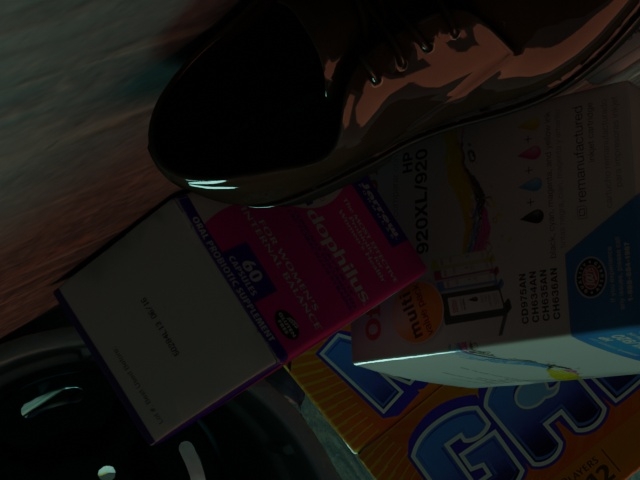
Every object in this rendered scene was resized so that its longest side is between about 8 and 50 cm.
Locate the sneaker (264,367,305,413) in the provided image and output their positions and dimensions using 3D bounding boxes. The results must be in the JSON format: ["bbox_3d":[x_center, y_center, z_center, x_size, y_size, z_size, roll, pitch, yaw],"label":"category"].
[{"bbox_3d":[-0.079,0.120,1.650,0.146,0.122,0.330,-64,-164,-5],"label":"sneaker"}]

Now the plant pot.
[{"bbox_3d":[-0.171,0.230,1.047,0.341,0.341,0.334,-31,-176,-10],"label":"plant pot"}]

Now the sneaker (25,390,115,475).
[{"bbox_3d":[-0.297,0.223,1.609,0.131,0.112,0.296,0,169,-23],"label":"sneaker"}]

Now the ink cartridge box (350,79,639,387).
[{"bbox_3d":[0.158,0.008,0.998,0.232,0.171,0.168,-11,162,37],"label":"ink cartridge box"}]

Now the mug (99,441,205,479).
[{"bbox_3d":[-0.263,0.326,2.076,0.328,0.276,0.374,-36,149,-44],"label":"mug"}]

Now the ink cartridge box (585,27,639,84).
[{"bbox_3d":[0.351,-0.244,0.924,0.324,0.071,0.330,-34,179,39],"label":"ink cartridge box"}]

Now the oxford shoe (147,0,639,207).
[{"bbox_3d":[0.036,-0.075,0.464,0.227,0.083,0.096,-35,171,21],"label":"oxford shoe"}]

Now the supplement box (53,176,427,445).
[{"bbox_3d":[-0.041,0.025,0.865,0.114,0.111,0.220,-35,176,28],"label":"supplement box"}]

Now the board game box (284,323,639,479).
[{"bbox_3d":[0.200,0.089,1.471,0.356,0.356,0.356,-40,174,10],"label":"board game box"}]
